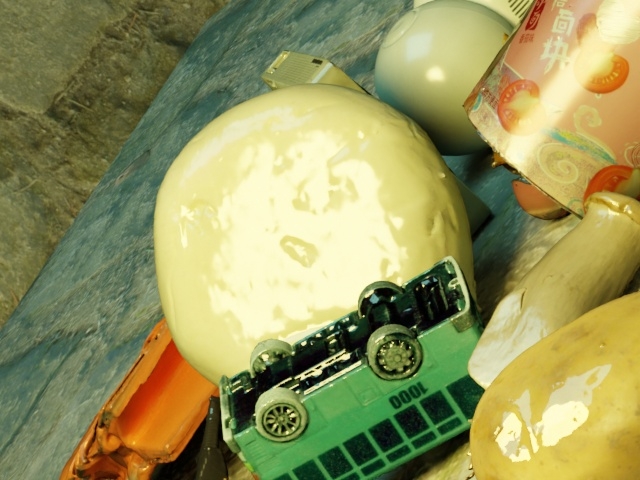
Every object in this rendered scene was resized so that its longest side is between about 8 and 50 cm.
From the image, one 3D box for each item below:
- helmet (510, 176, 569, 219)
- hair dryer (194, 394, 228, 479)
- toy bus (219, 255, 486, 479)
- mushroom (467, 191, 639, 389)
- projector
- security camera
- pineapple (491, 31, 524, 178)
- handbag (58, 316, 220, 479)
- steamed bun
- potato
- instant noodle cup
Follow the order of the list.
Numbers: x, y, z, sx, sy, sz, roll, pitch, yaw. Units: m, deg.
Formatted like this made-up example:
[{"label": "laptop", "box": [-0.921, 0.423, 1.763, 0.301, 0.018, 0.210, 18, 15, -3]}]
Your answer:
[{"label": "helmet", "box": [0.239, -0.046, 1.948, 0.084, 0.049, 0.065, -11, -2, 24]}, {"label": "hair dryer", "box": [-0.088, 0.256, 1.916, 0.303, 0.120, 0.359, -34, 31, 22]}, {"label": "toy bus", "box": [0.046, 0.138, 1.766, 0.256, 0.147, 0.128, -28, 25, 8]}, {"label": "mushroom", "box": [0.213, 0.061, 1.683, 0.247, 0.096, 0.108, -53, -9, -25]}, {"label": "projector", "box": [0.055, -0.107, 2.198, 0.079, 0.259, 0.257, -50, 15, -2]}, {"label": "security camera", "box": [0.172, -0.212, 2.271, 0.194, 0.194, 0.236, -29, 27, 51]}, {"label": "pineapple", "box": [0.258, -0.126, 1.998, 0.250, 0.164, 0.140, 25, -103, -85]}, {"label": "handbag", "box": [-0.185, 0.176, 2.274, 0.303, 0.116, 0.410, -55, 1, -26]}, {"label": "steamed bun", "box": [0.000, 0.000, 1.984, 0.333, 0.312, 0.233, -7, -7, 16]}, {"label": "potato", "box": [0.222, 0.124, 1.474, 0.235, 0.128, 0.161, -47, 31, -11]}, {"label": "instant noodle cup", "box": [0.275, -0.158, 1.796, 0.231, 0.243, 0.243, -51, 14, 16]}]
